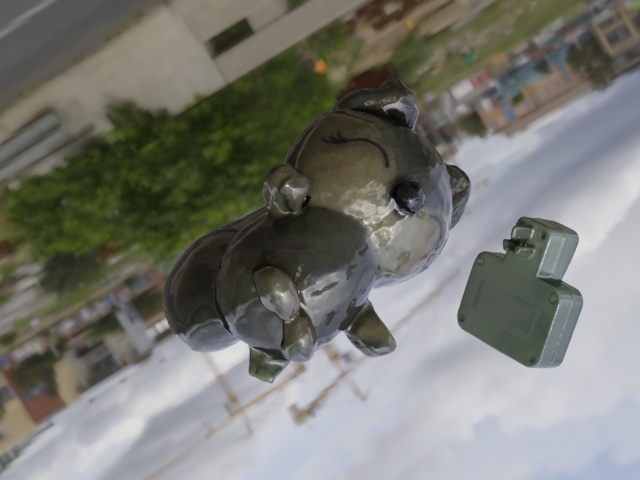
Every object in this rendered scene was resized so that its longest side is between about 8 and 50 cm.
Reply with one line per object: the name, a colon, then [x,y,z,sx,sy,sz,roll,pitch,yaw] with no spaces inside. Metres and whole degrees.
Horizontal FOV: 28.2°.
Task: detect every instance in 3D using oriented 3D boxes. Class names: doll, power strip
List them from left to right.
doll: [-0.018,-0.028,1.540,0.379,0.252,0.382,10,-134,44]
power strip: [0.377,0.086,2.412,0.141,0.261,0.229,6,-163,-41]
